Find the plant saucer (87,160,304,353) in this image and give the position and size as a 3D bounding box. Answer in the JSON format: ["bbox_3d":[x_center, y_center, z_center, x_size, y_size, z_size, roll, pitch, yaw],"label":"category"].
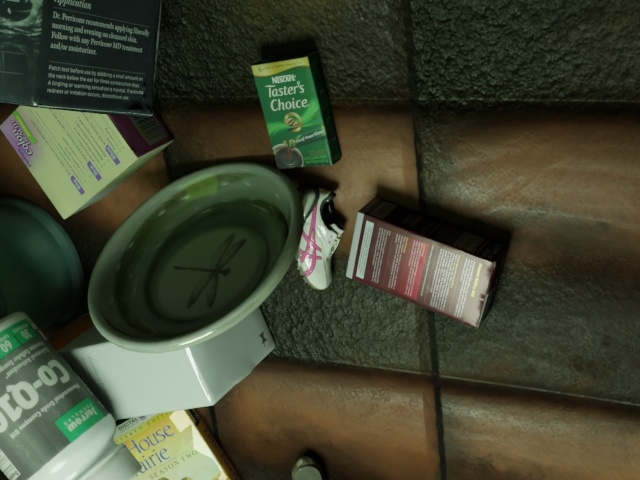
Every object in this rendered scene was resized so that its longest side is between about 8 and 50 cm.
[{"bbox_3d":[-0.195,0.042,1.630,0.400,0.401,0.101,-2,139,30],"label":"plant saucer"}]

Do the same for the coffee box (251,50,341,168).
[{"bbox_3d":[-0.040,-0.212,1.599,0.113,0.040,0.184,-1,112,30],"label":"coffee box"}]

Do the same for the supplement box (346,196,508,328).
[{"bbox_3d":[0.170,0.034,1.578,0.239,0.073,0.130,22,122,20],"label":"supplement box"}]

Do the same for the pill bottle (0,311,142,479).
[{"bbox_3d":[-0.496,0.323,1.726,0.361,0.204,0.204,49,126,1],"label":"pill bottle"}]

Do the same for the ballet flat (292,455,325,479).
[{"bbox_3d":[-0.015,0.529,1.932,0.084,0.058,0.250,-13,116,-4],"label":"ballet flat"}]

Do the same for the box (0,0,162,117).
[{"bbox_3d":[-0.510,-0.456,1.523,0.479,0.297,0.472,10,97,25],"label":"box"}]

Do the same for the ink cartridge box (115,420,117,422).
[{"bbox_3d":[-0.464,0.374,2.101,0.104,0.061,0.181,-26,98,36],"label":"ink cartridge box"}]

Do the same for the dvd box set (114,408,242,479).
[{"bbox_3d":[-0.309,0.551,2.025,0.307,0.062,0.420,-30,96,9],"label":"dvd box set"}]

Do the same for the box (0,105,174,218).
[{"bbox_3d":[-0.429,-0.197,1.778,0.243,0.117,0.214,-33,94,35],"label":"box"}]

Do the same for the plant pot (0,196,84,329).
[{"bbox_3d":[-0.663,0.079,1.992,0.293,0.196,0.293,12,117,24],"label":"plant pot"}]

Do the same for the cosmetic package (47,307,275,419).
[{"bbox_3d":[-0.341,0.219,1.857,0.453,0.230,0.162,-14,105,33],"label":"cosmetic package"}]

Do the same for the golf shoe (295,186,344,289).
[{"bbox_3d":[0.000,0.000,1.660,0.086,0.067,0.186,1,113,27],"label":"golf shoe"}]
